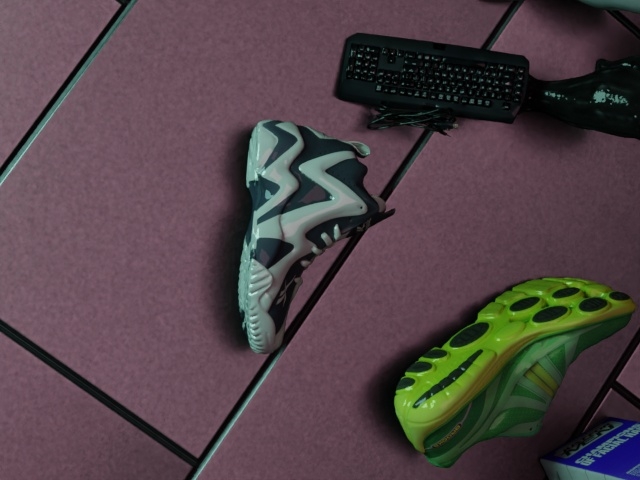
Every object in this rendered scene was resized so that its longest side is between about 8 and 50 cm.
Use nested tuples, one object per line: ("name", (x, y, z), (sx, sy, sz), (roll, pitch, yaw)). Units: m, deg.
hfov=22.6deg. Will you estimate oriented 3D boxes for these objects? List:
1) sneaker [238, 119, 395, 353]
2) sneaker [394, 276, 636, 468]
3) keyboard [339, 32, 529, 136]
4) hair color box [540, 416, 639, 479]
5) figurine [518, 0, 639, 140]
("sneaker", (0.000, 0.000, 1.618), (0.153, 0.094, 0.235), (4, 78, -9))
("sneaker", (0.206, 0.135, 1.693), (0.295, 0.109, 0.124), (-29, 124, -19))
("keyboard", (0.115, -0.158, 1.649), (0.192, 0.038, 0.100), (8, 85, 8))
("hair color box", (0.369, 0.291, 1.605), (0.110, 0.339, 0.185), (-29, 98, -18))
("figurine", (0.261, -0.219, 1.682), (0.209, 0.092, 0.215), (8, 85, 21))
